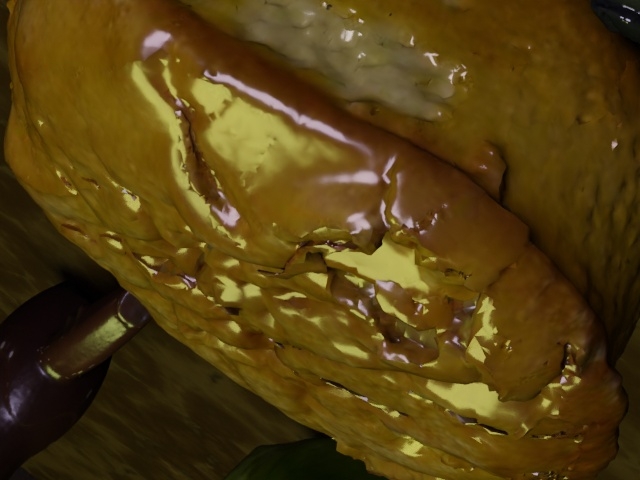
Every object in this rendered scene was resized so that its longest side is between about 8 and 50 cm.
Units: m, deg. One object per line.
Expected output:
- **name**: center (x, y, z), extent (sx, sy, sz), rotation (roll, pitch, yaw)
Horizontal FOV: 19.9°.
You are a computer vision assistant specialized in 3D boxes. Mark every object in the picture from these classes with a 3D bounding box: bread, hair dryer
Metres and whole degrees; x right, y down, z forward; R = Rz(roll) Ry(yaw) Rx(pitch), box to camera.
- **bread**: center (0.013, -0.026, 0.982), extent (0.398, 0.215, 0.398), rotation (30, 159, 13)
- **hair dryer**: center (-0.248, 0.130, 1.747), extent (0.123, 0.312, 0.340), rotation (41, 140, -13)

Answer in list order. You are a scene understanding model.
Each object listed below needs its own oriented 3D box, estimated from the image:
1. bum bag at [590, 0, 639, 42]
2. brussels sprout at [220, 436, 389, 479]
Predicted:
- **bum bag**: center (0.122, -0.143, 0.771), extent (0.087, 0.049, 0.198), rotation (-1, 138, 52)
- **brussels sprout**: center (0.036, 0.337, 1.658), extent (0.276, 0.315, 0.371), rotation (18, -148, -33)
